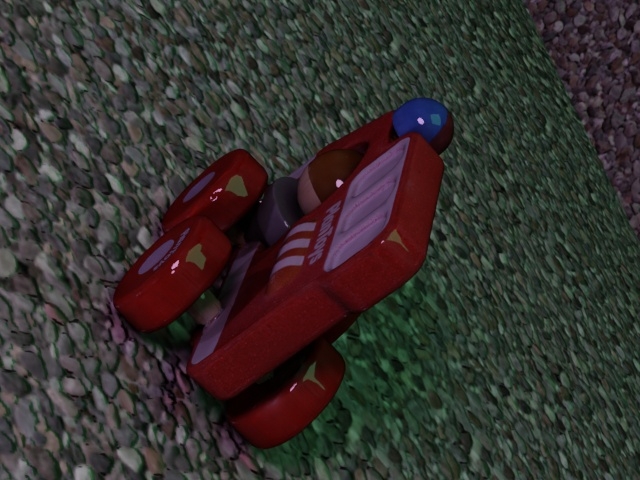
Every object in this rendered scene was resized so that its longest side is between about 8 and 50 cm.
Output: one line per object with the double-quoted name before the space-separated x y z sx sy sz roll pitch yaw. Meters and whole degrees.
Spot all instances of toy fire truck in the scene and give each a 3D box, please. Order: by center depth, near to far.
"toy fire truck" 0.000 0.000 1.130 0.169 0.254 0.302 48 28 -15
